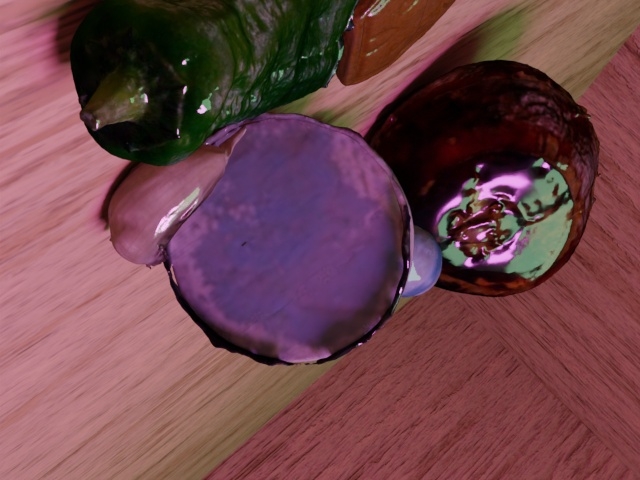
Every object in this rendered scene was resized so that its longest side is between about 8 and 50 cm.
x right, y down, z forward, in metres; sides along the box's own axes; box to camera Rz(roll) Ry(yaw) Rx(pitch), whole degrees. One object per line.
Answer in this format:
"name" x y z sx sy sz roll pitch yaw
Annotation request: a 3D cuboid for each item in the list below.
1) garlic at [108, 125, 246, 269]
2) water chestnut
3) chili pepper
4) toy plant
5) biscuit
"garlic" -0.132 -0.040 0.789 0.152 0.066 0.084 -47 -164 25
"water chestnut" 0.208 -0.095 1.307 0.350 0.350 0.302 -48 -150 16
"chili pepper" -0.065 -0.123 0.619 0.136 0.099 0.270 -43 176 37
"toy plant" 0.000 0.000 0.981 0.247 0.247 0.332 -47 172 8
"biscuit" 0.103 -0.245 0.930 0.215 0.034 0.182 -41 168 -17
